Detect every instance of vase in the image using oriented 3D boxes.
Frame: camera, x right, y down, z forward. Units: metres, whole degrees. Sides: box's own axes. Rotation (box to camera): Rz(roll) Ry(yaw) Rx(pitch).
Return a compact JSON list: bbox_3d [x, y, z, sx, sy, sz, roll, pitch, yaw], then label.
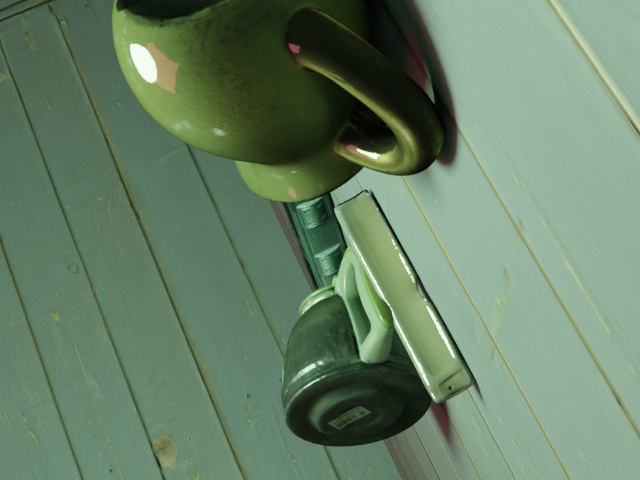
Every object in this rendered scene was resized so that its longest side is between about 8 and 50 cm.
[{"bbox_3d":[-0.019,-0.153,0.916,0.329,0.241,0.302,28,164,37],"label":"vase"}]

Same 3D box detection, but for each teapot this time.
[{"bbox_3d":[0.034,0.165,1.543,0.322,0.239,0.239,64,-169,-50],"label":"teapot"}]

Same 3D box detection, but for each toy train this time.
[{"bbox_3d":[0.000,0.000,1.890,0.089,0.086,0.409,57,170,47],"label":"toy train"}]

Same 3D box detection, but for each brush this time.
[{"bbox_3d":[0.111,0.072,1.293,0.321,0.060,0.050,63,-173,28],"label":"brush"}]
